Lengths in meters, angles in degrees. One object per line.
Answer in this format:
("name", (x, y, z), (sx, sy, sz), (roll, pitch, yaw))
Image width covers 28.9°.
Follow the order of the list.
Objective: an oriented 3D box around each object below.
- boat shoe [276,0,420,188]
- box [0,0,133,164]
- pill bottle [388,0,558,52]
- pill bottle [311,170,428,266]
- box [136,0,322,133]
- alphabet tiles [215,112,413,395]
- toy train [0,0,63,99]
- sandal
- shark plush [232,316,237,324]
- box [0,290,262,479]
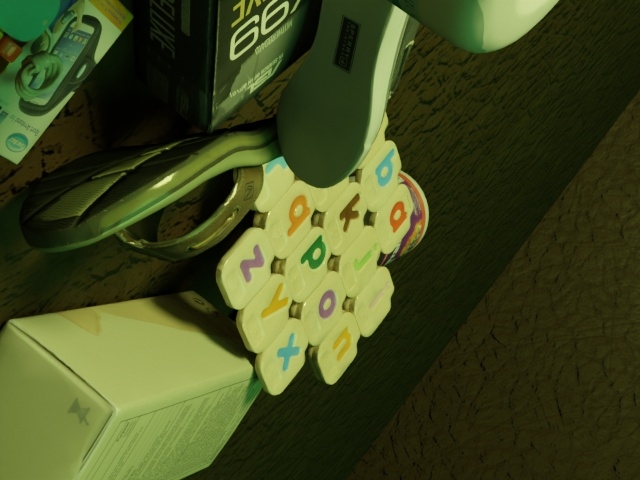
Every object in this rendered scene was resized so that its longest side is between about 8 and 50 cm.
("boat shoe", (0.030, -0.137, 0.886), (0.076, 0.080, 0.229), (-37, 152, -41))
("box", (-0.175, -0.101, 0.742), (0.136, 0.028, 0.081), (-54, 164, -1))
("pill bottle", (0.013, -0.215, 0.591), (0.146, 0.264, 0.146), (-48, 163, -20))
("pill bottle", (0.033, -0.013, 1.357), (0.193, 0.108, 0.108), (-25, 148, -58))
("box", (0.005, -0.247, 0.837), (0.307, 0.076, 0.242), (-44, 163, -28))
("alphabet tiles", (0.000, 0.000, 1.196), (0.278, 0.021, 0.284), (-51, 137, -34))
("toy train", (-0.202, -0.103, 0.638), (0.166, 0.046, 0.125), (-29, 154, -47))
("sandal", (-0.094, -0.034, 0.913), (0.302, 0.120, 0.086), (-26, 109, -59))
("shark plush", (-0.099, 0.108, 1.408), (0.067, 0.073, 0.161), (170, -63, -85))
("box", (-0.175, 0.143, 1.089), (0.148, 0.121, 0.311), (-56, 164, 12))
